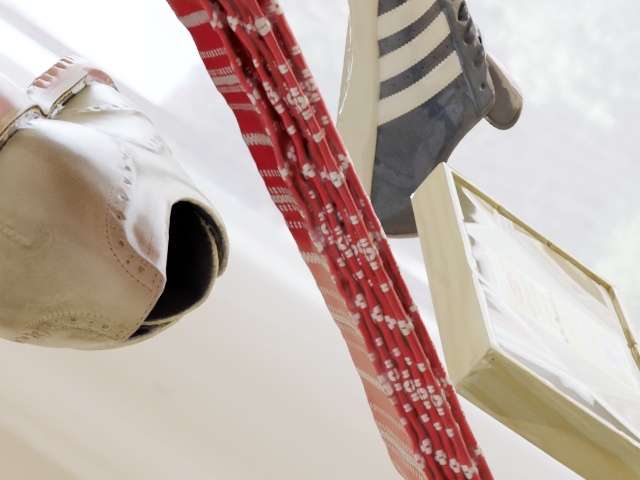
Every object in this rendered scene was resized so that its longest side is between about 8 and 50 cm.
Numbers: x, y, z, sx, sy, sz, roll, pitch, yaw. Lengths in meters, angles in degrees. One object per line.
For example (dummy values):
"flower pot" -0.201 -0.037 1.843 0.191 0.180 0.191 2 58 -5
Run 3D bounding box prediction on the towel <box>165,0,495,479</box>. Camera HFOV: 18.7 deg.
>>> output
"towel" 0.000 0.000 0.781 0.031 0.275 0.199 -26 12 -4

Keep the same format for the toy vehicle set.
"toy vehicle set" 0.143 0.059 1.234 0.035 0.166 0.267 -49 18 18

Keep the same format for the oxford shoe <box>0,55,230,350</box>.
"oxford shoe" -0.123 -0.002 1.002 0.140 0.146 0.397 -58 0 8

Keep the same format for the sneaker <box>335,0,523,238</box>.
"sneaker" 0.092 -0.165 1.541 0.131 0.148 0.350 -85 0 -64
